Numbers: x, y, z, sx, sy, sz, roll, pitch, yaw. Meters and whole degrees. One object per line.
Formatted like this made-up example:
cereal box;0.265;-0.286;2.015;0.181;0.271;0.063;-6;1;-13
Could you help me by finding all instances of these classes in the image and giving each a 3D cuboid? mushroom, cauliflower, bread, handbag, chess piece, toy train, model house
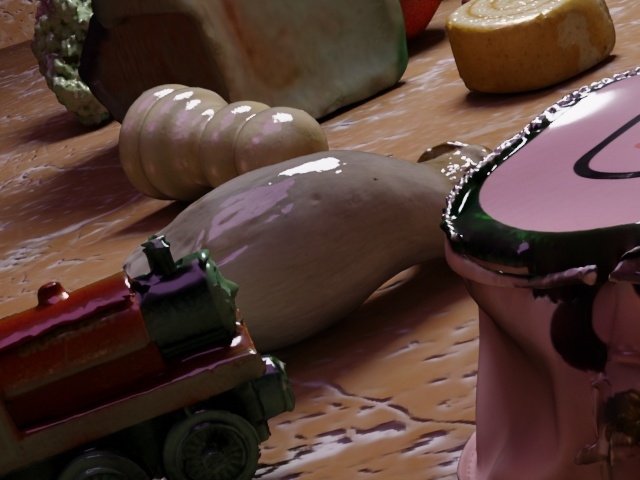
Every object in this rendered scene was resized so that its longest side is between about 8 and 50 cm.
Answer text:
mushroom;0.000;0.002;0.649;0.212;0.088;0.097;-19;-16;-24
cauliflower;-0.203;-0.255;1.488;0.315;0.256;0.239;18;23;10
bread;0.176;-0.169;1.038;0.122;0.073;0.149;7;32;43
handbag;0.132;0.014;0.425;0.205;0.116;0.179;-29;22;-37
chess piece;-0.064;-0.071;0.937;0.170;0.094;0.094;6;29;45
toy train;-0.102;0.063;0.503;0.176;0.118;0.074;-21;20;-4
model house;-0.116;-0.254;1.181;0.245;0.312;0.280;-31;23;-28

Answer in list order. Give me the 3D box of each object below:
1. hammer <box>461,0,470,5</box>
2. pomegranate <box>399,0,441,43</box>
hammer;0.184;-0.256;1.345;0.043;0.043;0.083;-24;16;-19
pomegranate;0.044;-0.294;1.345;0.210;0.210;0.235;-13;-11;15
